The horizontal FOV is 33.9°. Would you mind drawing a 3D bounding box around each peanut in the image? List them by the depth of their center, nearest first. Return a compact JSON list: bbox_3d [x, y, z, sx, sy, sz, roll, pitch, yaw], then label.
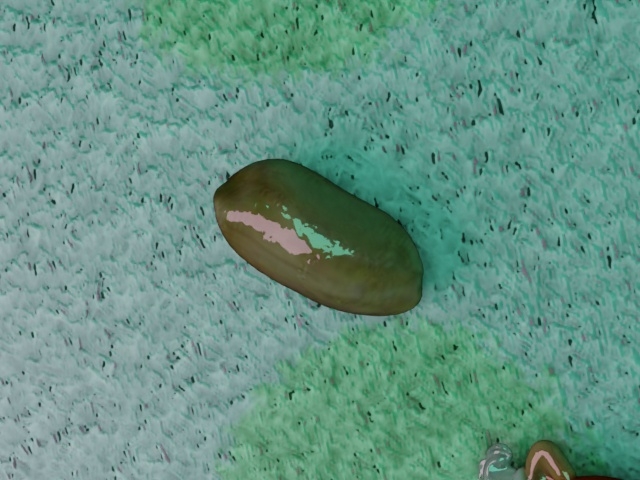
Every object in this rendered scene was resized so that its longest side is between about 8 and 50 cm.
[{"bbox_3d":[0.000,0.000,0.687,0.152,0.076,0.076,29,99,6],"label":"peanut"}]

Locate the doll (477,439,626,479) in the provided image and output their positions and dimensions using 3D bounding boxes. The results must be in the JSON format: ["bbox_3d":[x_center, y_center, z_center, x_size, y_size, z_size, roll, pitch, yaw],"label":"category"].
[{"bbox_3d":[0.154,0.210,0.656,0.217,0.085,0.183,-29,83,31],"label":"doll"}]
